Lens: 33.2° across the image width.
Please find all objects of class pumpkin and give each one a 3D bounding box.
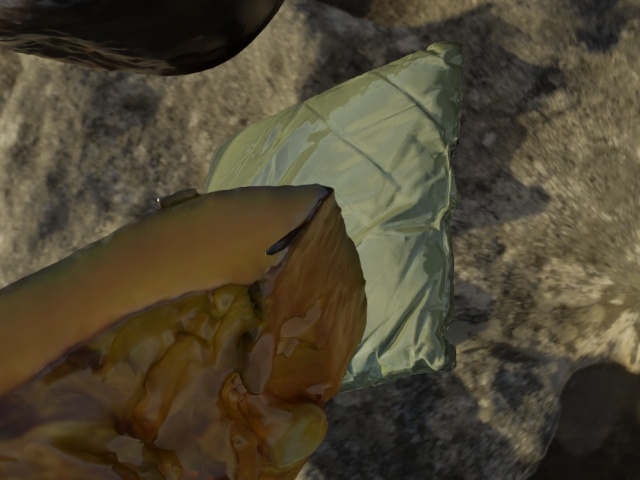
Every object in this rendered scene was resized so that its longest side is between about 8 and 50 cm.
[{"bbox_3d":[-0.073,0.123,0.314,0.281,0.139,0.190,-27,59,-8],"label":"pumpkin"}]

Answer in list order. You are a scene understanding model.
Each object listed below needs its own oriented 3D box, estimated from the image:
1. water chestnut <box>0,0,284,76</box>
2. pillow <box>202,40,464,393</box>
[{"bbox_3d":[-0.092,-0.182,0.457,0.224,0.224,0.238,44,132,14],"label":"water chestnut"},{"bbox_3d":[-0.001,0.002,0.847,0.274,0.076,0.280,-18,53,36],"label":"pillow"}]
